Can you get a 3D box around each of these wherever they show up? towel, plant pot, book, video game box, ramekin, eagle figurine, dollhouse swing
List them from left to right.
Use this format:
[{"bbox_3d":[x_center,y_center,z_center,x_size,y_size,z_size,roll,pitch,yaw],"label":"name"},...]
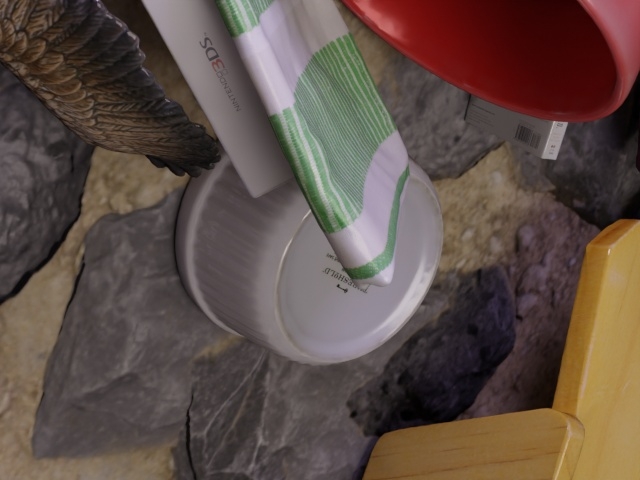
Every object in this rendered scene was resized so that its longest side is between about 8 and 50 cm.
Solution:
[{"bbox_3d":[-0.202,-0.116,0.851,0.225,0.226,0.298,-41,131,-42],"label":"eagle figurine"},{"bbox_3d":[-0.082,-0.157,0.913,0.048,0.187,0.205,-24,127,6],"label":"video game box"},{"bbox_3d":[-0.020,-0.147,0.903,0.038,0.248,0.325,-20,106,13],"label":"towel"},{"bbox_3d":[0.000,0.000,1.130,0.207,0.109,0.207,-19,123,-31],"label":"ramekin"},{"bbox_3d":[0.179,-0.152,1.203,0.035,0.096,0.144,2,112,-40],"label":"book"},{"bbox_3d":[0.158,-0.259,1.030,0.243,0.275,0.275,-57,135,-12],"label":"plant pot"},{"bbox_3d":[0.234,0.177,1.417,0.347,0.315,0.305,22,62,-44],"label":"dollhouse swing"}]

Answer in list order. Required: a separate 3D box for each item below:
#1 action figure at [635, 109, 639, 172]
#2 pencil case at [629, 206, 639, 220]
[{"bbox_3d":[0.358,-0.176,1.233,0.275,0.248,0.370,-33,133,-23],"label":"action figure"},{"bbox_3d":[0.354,-0.024,1.438,0.152,0.064,0.070,-49,139,-7],"label":"pencil case"}]
